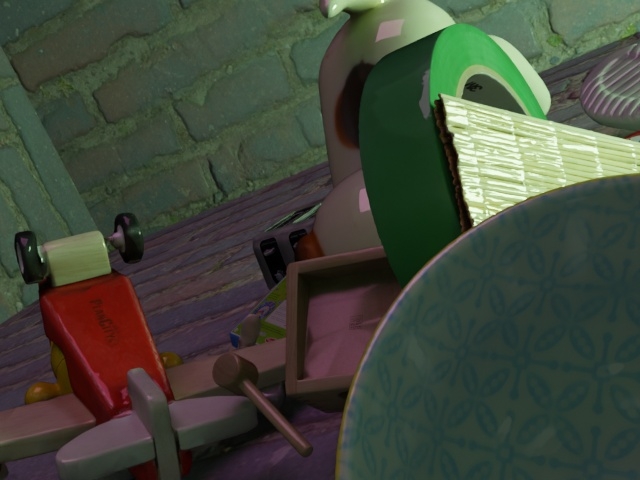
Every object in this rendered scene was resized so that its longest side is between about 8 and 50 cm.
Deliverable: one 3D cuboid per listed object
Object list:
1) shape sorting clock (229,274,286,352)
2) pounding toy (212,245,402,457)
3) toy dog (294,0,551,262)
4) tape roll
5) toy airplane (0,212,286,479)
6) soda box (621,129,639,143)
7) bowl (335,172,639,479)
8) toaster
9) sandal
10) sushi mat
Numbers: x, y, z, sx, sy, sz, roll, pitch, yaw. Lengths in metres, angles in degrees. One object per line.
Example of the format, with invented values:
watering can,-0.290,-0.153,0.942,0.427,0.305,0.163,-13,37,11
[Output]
shape sorting clock,-0.042,0.109,1.263,0.206,0.040,0.206,-30,25,15
pounding toy,0.010,0.116,0.862,0.206,0.181,0.094,-11,-26,24
toy dog,0.119,-0.084,1.119,0.284,0.395,0.408,-7,51,21
tape roll,0.156,-0.042,0.880,0.077,0.321,0.321,-20,12,33
toy airplane,-0.217,0.178,1.008,0.386,0.273,0.384,15,35,11
soda box,0.435,-0.100,1.160,0.263,0.084,0.092,-25,11,2
bowl,0.159,0.129,0.425,0.289,0.289,0.156,-27,-32,-7
toaster,0.000,0.000,1.611,0.168,0.110,0.185,-14,16,45
sandal,0.532,-0.199,1.401,0.169,0.102,0.416,-40,24,1
sushi mat,0.221,-0.037,0.820,0.316,0.152,0.019,5,-24,-41
